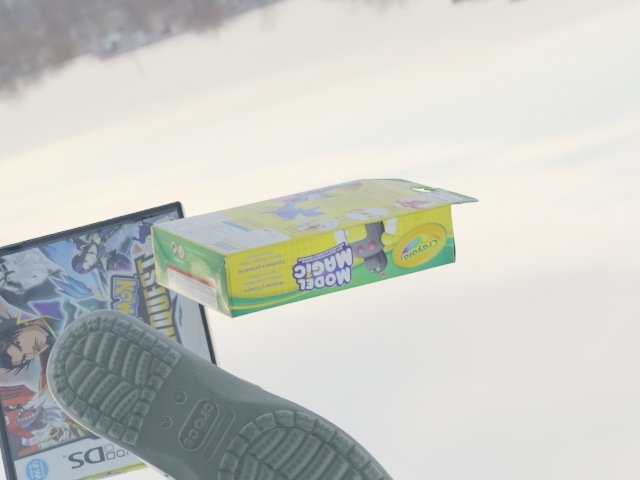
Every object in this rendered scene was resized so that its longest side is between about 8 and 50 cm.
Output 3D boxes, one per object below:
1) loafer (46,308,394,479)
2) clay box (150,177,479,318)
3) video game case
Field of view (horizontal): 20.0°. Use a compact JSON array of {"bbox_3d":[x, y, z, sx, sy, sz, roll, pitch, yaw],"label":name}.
[{"bbox_3d":[-0.046,0.126,1.084,0.094,0.251,0.087,-53,174,-2],"label":"loafer"},{"bbox_3d":[0.000,0.000,1.363,0.222,0.053,0.127,-12,-164,-28],"label":"clay box"},{"bbox_3d":[-0.239,0.118,1.957,0.248,0.275,0.035,-14,167,3],"label":"video game case"}]
